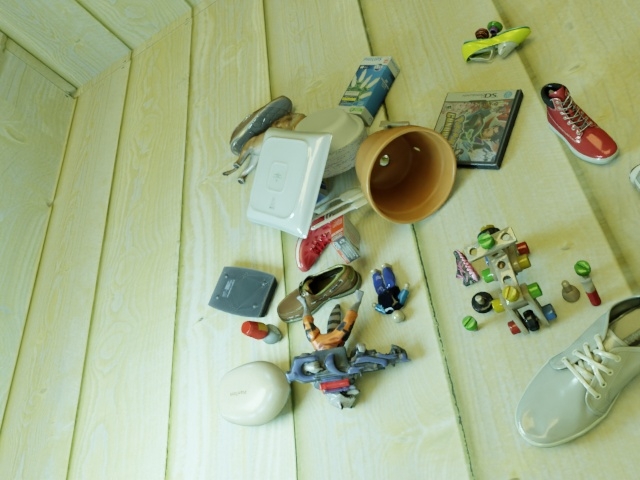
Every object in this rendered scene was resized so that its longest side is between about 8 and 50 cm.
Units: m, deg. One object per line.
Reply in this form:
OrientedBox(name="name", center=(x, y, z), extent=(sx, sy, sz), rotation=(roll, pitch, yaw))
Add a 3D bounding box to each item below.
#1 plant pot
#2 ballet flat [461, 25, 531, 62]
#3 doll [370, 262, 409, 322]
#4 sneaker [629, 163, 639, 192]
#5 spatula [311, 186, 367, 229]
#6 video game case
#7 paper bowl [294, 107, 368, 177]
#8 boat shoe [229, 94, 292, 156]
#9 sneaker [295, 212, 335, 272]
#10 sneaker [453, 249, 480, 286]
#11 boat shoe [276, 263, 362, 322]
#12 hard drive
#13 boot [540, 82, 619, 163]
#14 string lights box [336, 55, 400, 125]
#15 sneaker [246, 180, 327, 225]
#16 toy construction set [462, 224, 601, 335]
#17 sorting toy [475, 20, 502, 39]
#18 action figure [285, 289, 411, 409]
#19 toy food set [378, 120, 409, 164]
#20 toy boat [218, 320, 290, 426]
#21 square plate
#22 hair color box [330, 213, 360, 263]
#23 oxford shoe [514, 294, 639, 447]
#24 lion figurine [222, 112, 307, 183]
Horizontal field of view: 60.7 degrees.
OrientedBox(name="plant pot", center=(0.235, -0.218, 1.665), extent=(0.291, 0.291, 0.203), rotation=(-47, 30, 3))
OrientedBox(name="ballet flat", center=(0.575, -0.634, 1.798), extent=(0.231, 0.077, 0.077), rotation=(-1, 84, 38))
OrientedBox(name="doll", center=(0.205, 0.155, 1.597), extent=(0.129, 0.046, 0.189), rotation=(-30, 50, 19))
OrientedBox(name="sneaker", center=(0.872, -0.156, 1.291), extent=(0.229, 0.086, 0.132), rotation=(-31, 54, 31))
OrientedBox(name="spatula", center=(0.053, -0.109, 1.797), extent=(0.242, 0.019, 0.168), rotation=(-28, 30, -12))
OrientedBox(name="video game case", center=(0.475, -0.350, 1.714), extent=(0.248, 0.035, 0.274), rotation=(9, 70, 39))
OrientedBox(name="paper bowl", center=(0.019, -0.354, 1.909), extent=(0.284, 0.148, 0.284), rotation=(-16, 37, 13))
OrientedBox(name="boat shoe", center=(-0.259, -0.493, 2.272), extent=(0.324, 0.123, 0.116), rotation=(-38, 46, 9))
OrientedBox(name="sneaker", center=(0.000, 0.000, 1.812), extent=(0.128, 0.087, 0.221), rotation=(-4, 63, 36))
OrientedBox(name="sneaker", center=(0.392, 0.077, 1.516), extent=(0.057, 0.047, 0.119), rotation=(-43, 45, 23))
OrientedBox(name="boat shoe", center=(-0.026, 0.155, 1.722), extent=(0.307, 0.104, 0.110), rotation=(-31, 50, 17))
OrientedBox(name="hard drive", center=(-0.269, 0.183, 1.914), extent=(0.255, 0.054, 0.172), rotation=(6, 68, 38))
OrientedBox(name="boot", center=(0.680, -0.317, 1.452), extent=(0.088, 0.176, 0.244), rotation=(-39, 49, 8))
OrientedBox(name="string lights box", center=(0.173, -0.554, 2.024), extent=(0.133, 0.077, 0.259), rotation=(16, 74, 42))
OrientedBox(name="sneaker", center=(-0.138, -0.192, 1.996), extent=(0.316, 0.127, 0.182), rotation=(-20, 56, 27))
OrientedBox(name="toy construction set", center=(0.486, 0.081, 1.309), extent=(0.309, 0.237, 0.257), rotation=(0, 64, 35))
OrientedBox(name="sorting toy", center=(0.565, -0.691, 1.838), extent=(0.102, 0.061, 0.042), rotation=(-7, 58, 59))
OrientedBox(name="action figure", center=(0.079, 0.314, 1.558), extent=(0.342, 0.178, 0.330), rotation=(-2, 67, 4))
OrientedBox(name="toy food set", center=(0.236, -0.327, 1.877), extent=(0.132, 0.038, 0.192), rotation=(7, 63, 31))
OrientedBox(name="toy boat", center=(-0.186, 0.405, 1.680), extent=(0.268, 0.148, 0.318), rotation=(-13, 64, 35))
OrientedBox(name="square plate", center=(-0.125, -0.207, 1.829), extent=(0.347, 0.049, 0.344), rotation=(18, 94, 48))
OrientedBox(name="hair color box", center=(0.078, -0.009, 1.711), extent=(0.053, 0.093, 0.167), rotation=(-33, 21, 16))
OrientedBox(name="oxford shoe", center=(0.598, 0.272, 1.191), extent=(0.449, 0.130, 0.169), rotation=(-43, 49, 8))
OrientedBox(name="lion figurine", center=(-0.219, -0.372, 2.158), extent=(0.392, 0.142, 0.240), rotation=(-5, 54, 38))
